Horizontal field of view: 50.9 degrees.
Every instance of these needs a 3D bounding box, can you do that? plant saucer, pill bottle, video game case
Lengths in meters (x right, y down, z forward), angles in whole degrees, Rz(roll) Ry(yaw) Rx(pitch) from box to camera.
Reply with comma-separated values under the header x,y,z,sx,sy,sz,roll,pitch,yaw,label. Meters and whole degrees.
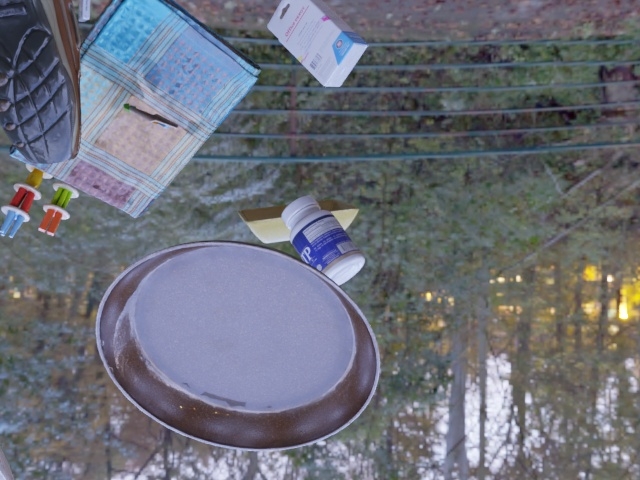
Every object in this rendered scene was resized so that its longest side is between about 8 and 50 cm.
x,y,z,sx,sy,sz,roll,pitch,yaw,label
-0.089,0.117,0.747,0.311,0.310,0.050,1,-145,5,plant saucer
0.000,0.000,1.434,0.112,0.186,0.112,-30,159,-13,pill bottle
-0.074,-0.059,2.062,0.333,0.080,0.333,-7,-170,-10,plant saucer
-0.599,-0.634,1.711,0.019,0.143,0.157,1,-166,-24,video game case

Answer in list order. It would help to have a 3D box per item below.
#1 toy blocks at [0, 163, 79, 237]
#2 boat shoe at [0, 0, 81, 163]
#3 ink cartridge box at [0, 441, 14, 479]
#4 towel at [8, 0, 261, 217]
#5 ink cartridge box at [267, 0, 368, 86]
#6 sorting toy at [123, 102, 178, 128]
x,y,z,sx,sy,sz,roll,pitch,yaw,label
-0.536,-0.056,1.273,0.054,0.148,0.123,-1,149,32,toy blocks
-0.365,-0.266,0.886,0.123,0.323,0.120,2,-159,13,boat shoe
-0.625,0.301,1.097,0.122,0.289,0.211,-27,-149,-24,ink cartridge box
-0.309,-0.222,1.140,0.271,0.370,0.040,30,-160,-37,towel
-0.008,-0.397,1.307,0.062,0.181,0.104,-19,153,-55,ink cartridge box
-0.276,-0.199,1.075,0.083,0.012,0.062,29,-167,26,sorting toy
